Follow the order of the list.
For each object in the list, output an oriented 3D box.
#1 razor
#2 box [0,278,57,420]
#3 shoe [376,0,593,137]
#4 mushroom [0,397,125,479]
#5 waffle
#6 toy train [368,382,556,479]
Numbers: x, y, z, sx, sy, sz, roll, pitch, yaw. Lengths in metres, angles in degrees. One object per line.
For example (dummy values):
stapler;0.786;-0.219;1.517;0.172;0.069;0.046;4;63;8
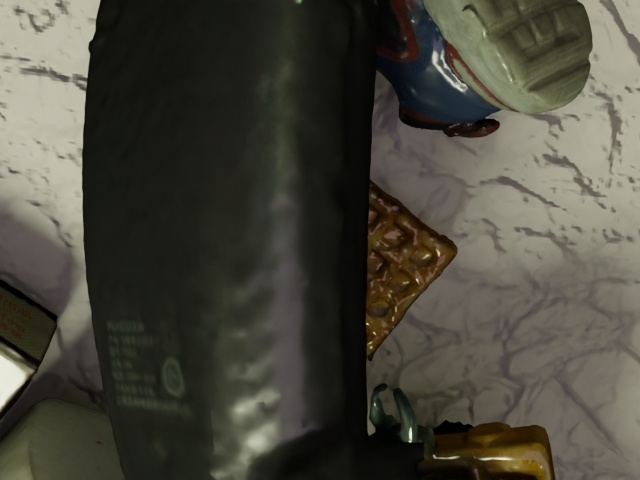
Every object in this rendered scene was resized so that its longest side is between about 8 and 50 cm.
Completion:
razor;-0.044;0.003;0.442;0.107;0.189;0.326;-1;86;-40
box;-0.337;0.046;0.509;0.310;0.084;0.198;38;100;-17
shoe;0.047;-0.151;0.504;0.099;0.125;0.227;-31;86;-33
mushroom;-0.242;0.270;0.553;0.126;0.177;0.397;39;103;-1
waffle;0.000;0.000;0.561;0.148;0.042;0.102;36;102;-17
toy train;0.091;0.282;0.568;0.178;0.249;0.429;-9;97;16
